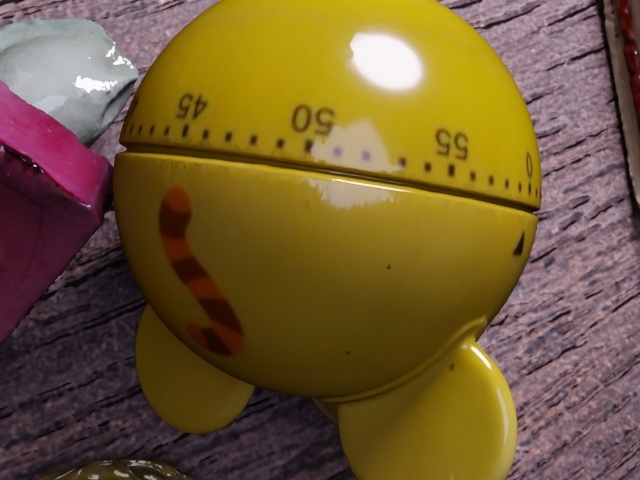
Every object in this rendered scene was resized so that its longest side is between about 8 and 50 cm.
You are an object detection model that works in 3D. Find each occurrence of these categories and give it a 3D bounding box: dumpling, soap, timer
[{"bbox_3d":[-0.274,-0.116,0.737,0.217,0.105,0.149,-49,51,-6],"label":"dumpling"},{"bbox_3d":[-0.292,0.004,0.652,0.162,0.099,0.250,34,113,-24],"label":"soap"},{"bbox_3d":[0.000,0.000,0.658,0.375,0.376,0.387,6,93,-11],"label":"timer"}]

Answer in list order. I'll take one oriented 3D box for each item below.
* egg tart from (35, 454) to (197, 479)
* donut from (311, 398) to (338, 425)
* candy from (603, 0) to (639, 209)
[{"bbox_3d":[-0.184,0.329,0.663,0.294,0.116,0.295,2,81,-14],"label":"egg tart"},{"bbox_3d":[0.074,0.132,0.777,0.165,0.065,0.108,-25,87,-15],"label":"donut"},{"bbox_3d":[0.427,-0.180,0.875,0.179,0.135,0.321,-5,83,-14],"label":"candy"}]
